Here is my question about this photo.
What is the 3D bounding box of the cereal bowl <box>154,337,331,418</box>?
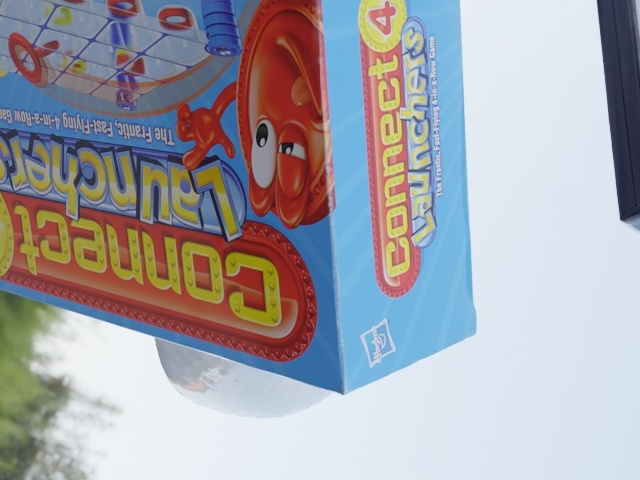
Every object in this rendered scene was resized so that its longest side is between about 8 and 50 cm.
[{"bbox_3d":[0.000,0.000,1.077,0.339,0.141,0.339,13,90,-68],"label":"cereal bowl"}]

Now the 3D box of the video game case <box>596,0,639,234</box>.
[{"bbox_3d":[0.242,-0.044,0.673,0.026,0.274,0.196,-26,-130,39],"label":"video game case"}]

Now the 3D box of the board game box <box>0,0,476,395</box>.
[{"bbox_3d":[-0.079,-0.112,0.574,0.308,0.086,0.302,10,-69,44],"label":"board game box"}]
